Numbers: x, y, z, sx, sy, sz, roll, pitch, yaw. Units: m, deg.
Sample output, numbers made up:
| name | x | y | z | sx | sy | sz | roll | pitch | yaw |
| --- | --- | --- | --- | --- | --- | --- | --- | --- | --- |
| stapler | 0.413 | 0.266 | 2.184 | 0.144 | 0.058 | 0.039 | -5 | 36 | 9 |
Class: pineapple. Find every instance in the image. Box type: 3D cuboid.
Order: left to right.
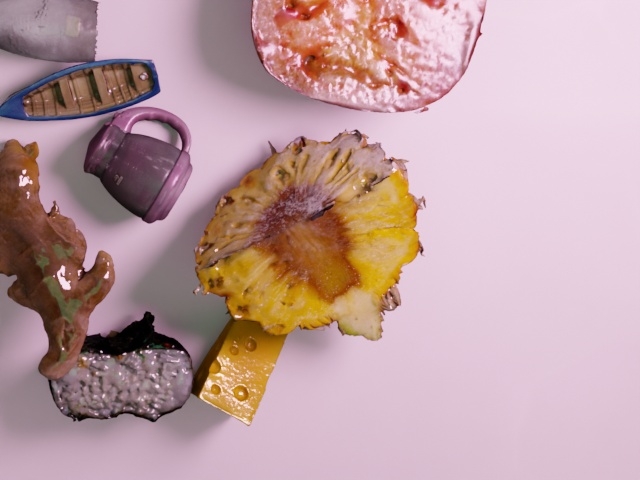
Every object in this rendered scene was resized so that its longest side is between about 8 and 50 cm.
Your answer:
| name | x | y | z | sx | sy | sz | roll | pitch | yaw |
| --- | --- | --- | --- | --- | --- | --- | --- | --- | --- |
| pineapple | 0.002 | 0.002 | 1.787 | 0.344 | 0.209 | 0.286 | -27 | 131 | 9 |

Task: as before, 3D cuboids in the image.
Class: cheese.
| name | x | y | z | sx | sy | sz | roll | pitch | yaw |
| --- | --- | --- | --- | --- | --- | --- | --- | --- | --- |
| cheese | -0.118 | 0.181 | 1.849 | 0.093 | 0.126 | 0.171 | 31 | 80 | -11 |

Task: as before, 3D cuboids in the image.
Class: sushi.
| name | x | y | z | sx | sy | sz | roll | pitch | yaw |
| --- | --- | --- | --- | --- | --- | --- | --- | --- | --- |
| sushi | -0.296 | 0.185 | 1.796 | 0.212 | 0.115 | 0.147 | -5 | 109 | -9 |

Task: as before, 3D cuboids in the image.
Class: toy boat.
| name | x | y | z | sx | sy | sz | roll | pitch | yaw |
| --- | --- | --- | --- | --- | --- | --- | --- | --- | --- |
| toy boat | -0.341 | -0.211 | 1.702 | 0.228 | 0.046 | 0.080 | -14 | 122 | -5 |

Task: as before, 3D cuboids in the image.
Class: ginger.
| name | x | y | z | sx | sy | sz | roll | pitch | yaw |
| --- | --- | --- | --- | --- | --- | --- | --- | --- | --- |
| ginger | -0.390 | 0.019 | 1.702 | 0.166 | 0.080 | 0.333 | -27 | 85 | 4 |

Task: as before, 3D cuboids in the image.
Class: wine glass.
| name | x | y | z | sx | sy | sz | roll | pitch | yaw |
| --- | --- | --- | --- | --- | --- | --- | --- | --- | --- |
| wine glass | -0.440 | -0.274 | 1.552 | 0.309 | 0.264 | 0.096 | 4 | 103 | -12 |

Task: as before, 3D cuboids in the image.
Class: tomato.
| name | x | y | z | sx | sy | sz | roll | pitch | yaw |
| --- | --- | --- | --- | --- | --- | --- | --- | --- | --- |
| tomato | 0.062 | -0.339 | 1.690 | 0.338 | 0.144 | 0.339 | -2 | 102 | -10 |

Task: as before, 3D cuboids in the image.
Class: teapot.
| name | x | y | z | sx | sy | sz | roll | pitch | yaw |
| --- | --- | --- | --- | --- | --- | --- | --- | --- | --- |
| teapot | -0.255 | -0.114 | 1.716 | 0.146 | 0.116 | 0.148 | 30 | 102 | -10 |
